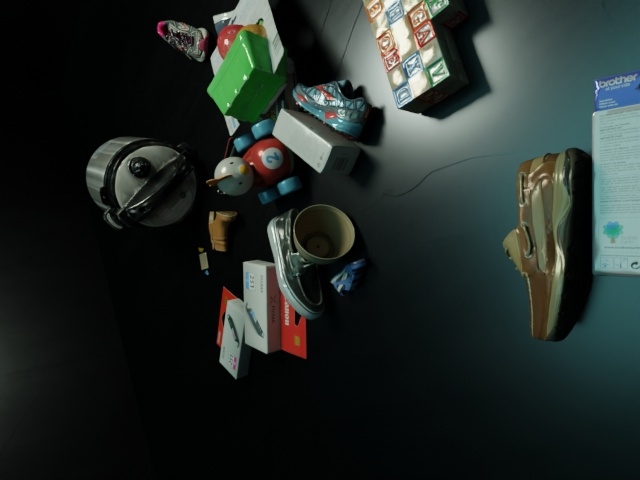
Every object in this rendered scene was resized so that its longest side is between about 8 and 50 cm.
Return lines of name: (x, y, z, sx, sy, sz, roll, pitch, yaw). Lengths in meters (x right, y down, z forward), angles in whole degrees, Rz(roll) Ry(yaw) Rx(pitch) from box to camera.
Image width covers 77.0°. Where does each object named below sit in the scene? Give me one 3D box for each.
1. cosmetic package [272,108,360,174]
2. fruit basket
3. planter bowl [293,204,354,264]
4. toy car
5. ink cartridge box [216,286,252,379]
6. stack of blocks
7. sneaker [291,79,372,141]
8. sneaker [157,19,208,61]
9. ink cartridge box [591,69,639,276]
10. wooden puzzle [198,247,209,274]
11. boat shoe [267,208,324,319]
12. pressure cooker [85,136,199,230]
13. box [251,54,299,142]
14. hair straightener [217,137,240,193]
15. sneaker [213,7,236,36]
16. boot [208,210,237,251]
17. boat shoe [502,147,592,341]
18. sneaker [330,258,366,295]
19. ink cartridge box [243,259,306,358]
cosmetic package: (-0.015, -0.268, 1.087, 0.231, 0.117, 0.085, 45, 124, 32)
fruit basket: (-0.219, -0.541, 1.187, 0.327, 0.166, 0.352, -41, 52, 40)
planter bowl: (0.000, 0.000, 1.089, 0.162, 0.162, 0.109, 63, 157, 20)
toy car: (-0.216, -0.202, 1.174, 0.210, 0.238, 0.219, -15, 102, 49)
ink cartridge box: (-0.349, 0.349, 1.549, 0.239, 0.060, 0.275, 27, 113, 40)
stack of blocks: (0.211, -0.446, 0.849, 0.171, 0.087, 0.297, -24, 78, 45)
sneaker: (0.035, -0.364, 1.057, 0.262, 0.104, 0.125, 42, 106, 30)
sneaker: (-0.529, -0.779, 1.564, 0.299, 0.112, 0.120, 35, 119, 37)
ink cartridge box: (0.514, -0.099, 0.595, 0.186, 0.065, 0.310, 1, 98, 46)
wooden puzzle: (-0.488, 0.086, 1.696, 0.079, 0.014, 0.116, -6, 90, 51)
boat shoe: (-0.061, 0.060, 1.168, 0.119, 0.121, 0.335, -38, 68, 39)
pressure cooker: (-0.710, -0.229, 1.629, 0.421, 0.376, 0.369, 16, 103, 45)
box: (-0.147, -0.428, 1.247, 0.183, 0.056, 0.230, -1, 93, 46)
hair straightener: (-0.328, -0.253, 1.463, 0.089, 0.047, 0.230, 52, 128, 29)
sneaker: (-0.249, -0.664, 1.311, 0.226, 0.086, 0.163, 5, 107, 37)
boot: (-0.363, -0.034, 1.511, 0.197, 0.073, 0.152, 5, 97, 58)
boat shoe: (0.393, 0.007, 0.705, 0.120, 0.123, 0.323, 6, 91, 51)
sneaker: (0.085, 0.097, 1.074, 0.144, 0.053, 0.059, -51, 58, 46)
ink cartridge box: (-0.156, 0.225, 1.329, 0.261, 0.066, 0.296, 6, 99, 46)
